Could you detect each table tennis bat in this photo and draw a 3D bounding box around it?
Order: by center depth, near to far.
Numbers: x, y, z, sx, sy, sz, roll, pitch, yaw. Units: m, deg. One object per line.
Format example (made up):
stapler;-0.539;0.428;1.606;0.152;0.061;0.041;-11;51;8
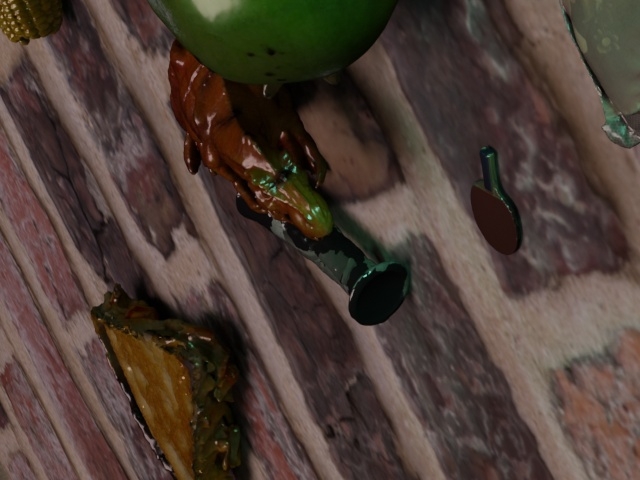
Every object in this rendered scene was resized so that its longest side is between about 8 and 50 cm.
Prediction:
table tennis bat;0.118;-0.026;1.212;0.050;0.007;0.083;37;147;46

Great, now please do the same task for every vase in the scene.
vase;0.000;0.000;1.416;0.167;0.059;0.059;42;149;38

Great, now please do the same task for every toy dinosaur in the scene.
toy dinosaur;-0.081;-0.134;1.379;0.208;0.097;0.432;75;170;-57

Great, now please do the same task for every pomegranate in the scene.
pomegranate;-0.025;-0.178;1.170;0.181;0.181;0.224;56;177;16

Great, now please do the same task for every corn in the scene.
corn;-0.309;-0.301;1.710;0.080;0.080;0.238;21;134;57

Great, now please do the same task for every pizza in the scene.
pizza;-0.162;0.130;1.860;0.251;0.074;0.287;49;152;29

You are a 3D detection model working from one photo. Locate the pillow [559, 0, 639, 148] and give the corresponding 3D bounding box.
pillow;0.182;-0.158;0.887;0.169;0.059;0.255;60;158;8
